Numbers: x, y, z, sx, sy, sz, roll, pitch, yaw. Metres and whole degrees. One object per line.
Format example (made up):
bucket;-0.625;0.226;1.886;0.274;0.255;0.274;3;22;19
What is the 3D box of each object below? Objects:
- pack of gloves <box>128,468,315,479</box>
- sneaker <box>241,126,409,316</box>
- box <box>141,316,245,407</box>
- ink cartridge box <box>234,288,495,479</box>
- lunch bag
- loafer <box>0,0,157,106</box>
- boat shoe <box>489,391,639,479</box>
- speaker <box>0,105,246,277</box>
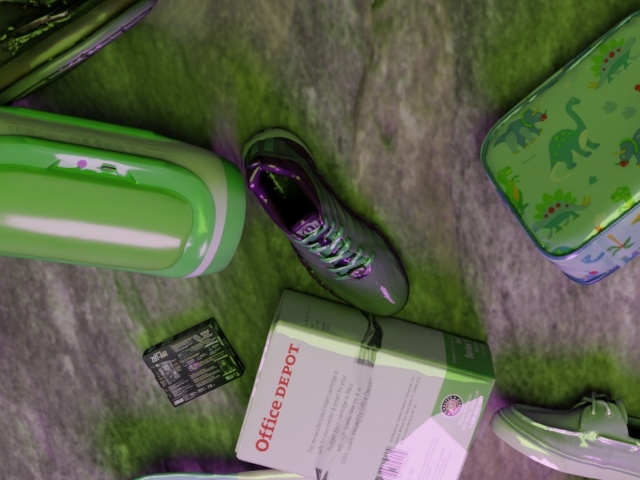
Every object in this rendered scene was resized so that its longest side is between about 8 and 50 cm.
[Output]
pack of gloves;-0.101;0.322;1.294;0.232;0.046;0.195;-2;126;4
sneaker;0.000;0.000;1.159;0.083;0.098;0.223;-38;104;16
box;-0.129;0.125;1.258;0.083;0.018;0.067;-27;107;13
ink cartridge box;0.042;0.157;1.221;0.219;0.092;0.160;16;111;-3
lunch bag;0.260;-0.085;1.077;0.219;0.176;0.090;-40;143;14
loafer;-0.291;-0.167;1.111;0.303;0.109;0.095;-29;103;17
boat shoe;0.283;0.191;1.236;0.228;0.079;0.081;18;105;-10
speaker;-0.220;-0.041;1.085;0.297;0.131;0.131;9;114;-29
